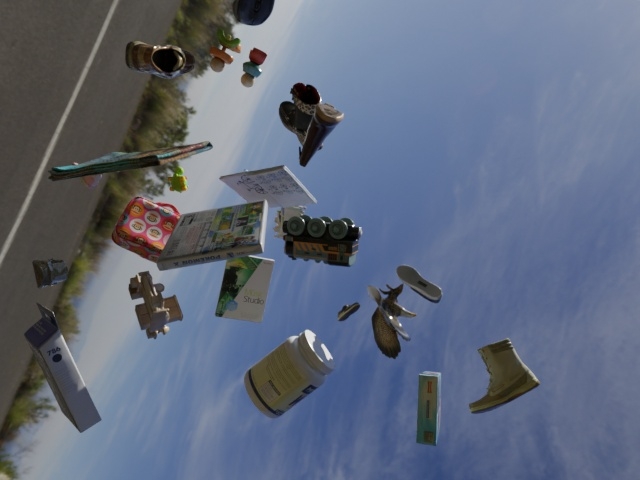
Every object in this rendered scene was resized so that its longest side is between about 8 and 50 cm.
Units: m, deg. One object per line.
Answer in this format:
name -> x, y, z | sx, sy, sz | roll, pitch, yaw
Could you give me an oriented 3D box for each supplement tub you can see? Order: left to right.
supplement tub -> -0.126, 0.547, 1.796 | 0.325, 0.235, 0.235 | -39, -153, 6

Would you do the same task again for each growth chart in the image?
growth chart -> -0.170, -0.105, 2.364 | 0.021, 0.172, 0.237 | 137, -35, -58

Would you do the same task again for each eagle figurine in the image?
eagle figurine -> 0.316, 0.340, 1.937 | 0.225, 0.226, 0.298 | -15, -140, 38

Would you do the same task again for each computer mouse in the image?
computer mouse -> -0.226, -0.763, 1.420 | 0.272, 0.189, 0.072 | -153, -119, -72

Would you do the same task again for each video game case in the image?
video game case -> -0.317, -0.026, 1.344 | 0.329, 0.300, 0.036 | -98, 178, -62

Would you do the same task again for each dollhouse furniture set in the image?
dollhouse furniture set -> -0.645, 0.203, 1.760 | 0.303, 0.174, 0.355 | 59, -39, 26

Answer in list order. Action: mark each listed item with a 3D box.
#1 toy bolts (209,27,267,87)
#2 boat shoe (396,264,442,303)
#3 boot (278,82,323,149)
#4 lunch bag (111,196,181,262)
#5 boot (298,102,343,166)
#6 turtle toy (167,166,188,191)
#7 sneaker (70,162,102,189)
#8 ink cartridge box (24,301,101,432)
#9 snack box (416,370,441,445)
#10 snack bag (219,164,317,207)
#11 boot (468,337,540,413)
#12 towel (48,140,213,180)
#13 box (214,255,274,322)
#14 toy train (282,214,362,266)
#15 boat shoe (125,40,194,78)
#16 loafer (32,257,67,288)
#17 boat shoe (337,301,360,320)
toy bolts -> -0.360, -0.760, 1.852 | 0.158, 0.229, 0.218 | -66, -162, 8
boat shoe -> 0.415, 0.189, 1.833 | 0.229, 0.076, 0.080 | 32, -117, 33
boot -> -0.101, -0.656, 2.162 | 0.284, 0.138, 0.377 | 91, -27, -55
lunch bag -> -0.694, -0.051, 1.830 | 0.120, 0.293, 0.258 | -34, -147, 50
boot -> -0.008, -0.323, 1.370 | 0.248, 0.090, 0.206 | -88, -159, -68
turtle toy -> -0.695, -0.298, 2.137 | 0.066, 0.095, 0.130 | -43, 132, -65
sneaker -> -0.790, -0.236, 1.472 | 0.134, 0.051, 0.070 | 43, -86, 23
ink cartridge box -> -0.693, 0.333, 1.144 | 0.166, 0.065, 0.332 | 4, -67, 45
snack box -> 0.343, 0.510, 1.354 | 0.060, 0.322, 0.186 | 1, -104, 17
snack bag -> -0.232, -0.220, 1.910 | 0.343, 0.323, 0.037 | -4, -114, 24
boot -> 0.508, 0.403, 1.288 | 0.213, 0.077, 0.165 | -29, -120, 6
towel -> -0.533, -0.234, 1.239 | 0.371, 0.040, 0.271 | -4, -160, 19
box -> -0.371, 0.230, 2.131 | 0.058, 0.233, 0.321 | -174, -84, -71
toy train -> 0.000, 0.000, 1.732 | 0.142, 0.334, 0.190 | -19, 113, -70
boat shoe -> -0.552, -0.646, 1.572 | 0.324, 0.120, 0.122 | -45, 145, -61
loafer -> -0.524, 0.059, 0.845 | 0.148, 0.050, 0.056 | 8, -73, 62
boat shoe -> 0.121, 0.315, 1.965 | 0.152, 0.056, 0.049 | -46, -128, 37
